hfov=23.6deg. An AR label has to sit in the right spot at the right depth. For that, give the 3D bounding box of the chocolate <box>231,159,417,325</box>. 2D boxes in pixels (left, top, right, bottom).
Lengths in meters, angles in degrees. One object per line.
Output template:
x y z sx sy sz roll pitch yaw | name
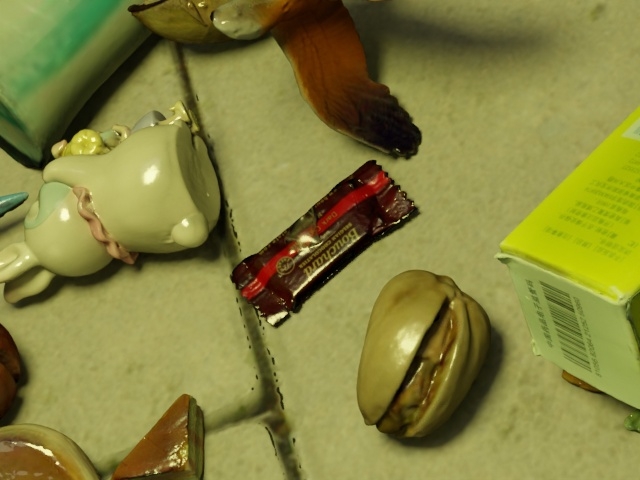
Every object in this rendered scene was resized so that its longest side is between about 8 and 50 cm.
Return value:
0.000 0.000 1.443 0.182 0.028 0.086 -36 56 -4 | chocolate

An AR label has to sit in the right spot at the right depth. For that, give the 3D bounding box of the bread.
-0.133 0.195 1.368 0.062 0.043 0.109 34 76 36 | bread

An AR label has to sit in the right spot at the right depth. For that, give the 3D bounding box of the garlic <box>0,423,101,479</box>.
-0.294 0.244 1.381 0.198 0.090 0.128 -27 66 -1 | garlic

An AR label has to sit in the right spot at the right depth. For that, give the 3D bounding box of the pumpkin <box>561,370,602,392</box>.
0.253 0.081 1.287 0.073 0.035 0.101 19 67 27 | pumpkin

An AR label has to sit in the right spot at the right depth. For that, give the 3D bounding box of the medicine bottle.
0.279 -0.004 1.226 0.250 0.137 0.141 -42 44 -20 | medicine bottle

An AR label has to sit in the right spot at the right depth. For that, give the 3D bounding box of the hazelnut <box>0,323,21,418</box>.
-0.359 0.113 1.454 0.143 0.143 0.154 -32 53 1 | hazelnut

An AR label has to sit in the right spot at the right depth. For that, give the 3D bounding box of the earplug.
-0.247 -0.250 1.624 0.185 0.185 0.324 31 67 33 | earplug

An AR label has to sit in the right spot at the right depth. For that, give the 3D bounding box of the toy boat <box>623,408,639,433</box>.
0.381 0.094 1.214 0.293 0.055 0.093 -34 53 0 | toy boat

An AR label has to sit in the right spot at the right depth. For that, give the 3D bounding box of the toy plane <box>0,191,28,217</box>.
-0.405 0.012 1.572 0.246 0.078 0.169 -23 54 -1 | toy plane

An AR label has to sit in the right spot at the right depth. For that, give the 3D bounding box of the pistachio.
0.083 0.097 1.307 0.113 0.113 0.149 24 78 32 | pistachio

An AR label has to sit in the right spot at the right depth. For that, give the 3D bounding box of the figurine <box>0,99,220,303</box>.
-0.225 -0.035 1.497 0.236 0.127 0.155 -18 74 15 | figurine

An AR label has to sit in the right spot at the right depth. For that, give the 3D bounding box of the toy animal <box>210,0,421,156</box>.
0.021 -0.279 1.460 0.302 0.225 0.284 15 49 -5 | toy animal

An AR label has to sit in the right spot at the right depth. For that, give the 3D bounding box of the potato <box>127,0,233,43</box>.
-0.057 -0.271 1.572 0.261 0.100 0.120 -41 27 -16 | potato
